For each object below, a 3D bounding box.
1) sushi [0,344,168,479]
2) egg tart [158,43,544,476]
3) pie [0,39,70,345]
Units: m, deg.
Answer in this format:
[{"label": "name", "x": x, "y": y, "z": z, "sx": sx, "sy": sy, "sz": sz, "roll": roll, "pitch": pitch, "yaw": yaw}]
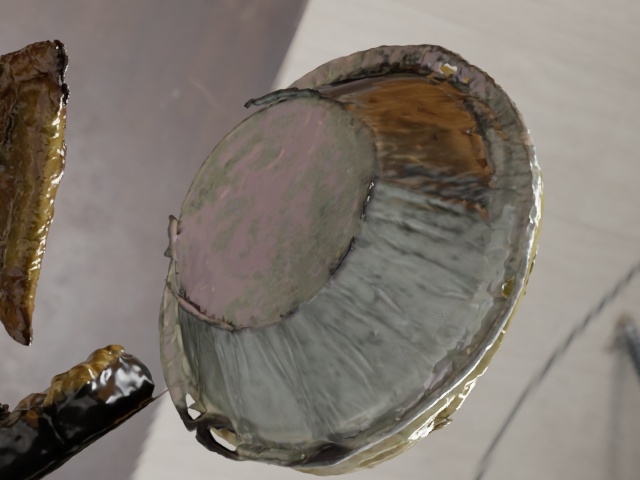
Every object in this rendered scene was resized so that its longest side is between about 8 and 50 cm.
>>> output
[{"label": "sushi", "x": -0.172, "y": 0.113, "z": 1.065, "sx": 0.050, "sy": 0.215, "sz": 0.192, "roll": 56, "pitch": 32, "yaw": 1}, {"label": "egg tart", "x": 0.000, "y": 0.000, "z": 0.928, "sx": 0.094, "sy": 0.234, "sz": 0.234, "roll": 35, "pitch": 87, "yaw": -43}, {"label": "pie", "x": -0.183, "y": -0.040, "z": 1.096, "sx": 0.033, "sy": 0.088, "sz": 0.191, "roll": -22, "pitch": 130, "yaw": -51}]
